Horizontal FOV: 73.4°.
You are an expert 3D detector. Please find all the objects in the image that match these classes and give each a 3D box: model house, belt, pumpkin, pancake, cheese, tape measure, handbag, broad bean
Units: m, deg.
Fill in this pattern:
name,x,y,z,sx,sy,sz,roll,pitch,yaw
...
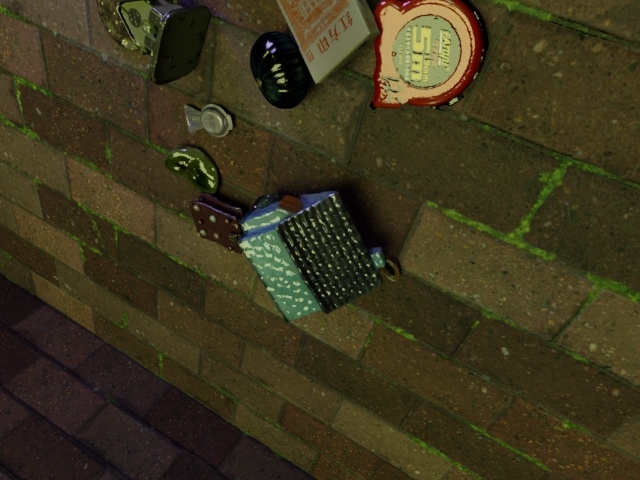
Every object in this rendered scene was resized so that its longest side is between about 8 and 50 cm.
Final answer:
name,x,y,z,sx,sy,sz,roll,pitch,yaw
model house,0.000,0.000,1.272,0.338,0.297,0.360,-17,110,29
belt,0.220,0.085,1.342,0.059,0.036,0.083,-27,104,32
pumpkin,-0.105,-0.437,1.108,0.194,0.194,0.150,42,92,0
model house,-0.486,-0.611,1.191,0.278,0.205,0.218,36,130,3
pancake,-0.565,-0.710,1.292,0.286,0.033,0.288,32,131,7
cheese,-0.359,-0.385,1.372,0.190,0.042,0.105,13,124,24
tape measure,0.236,-0.416,0.960,0.260,0.114,0.253,9,122,21
handbag,-0.359,-0.056,1.539,0.216,0.074,0.203,25,143,16
broad bean,-0.439,-0.250,1.499,0.206,0.072,0.153,31,135,-7

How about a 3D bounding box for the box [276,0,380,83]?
name,x,y,z,sx,sy,sz,roll,pitch,yaw
box,-0.019,-0.576,0.974,0.204,0.051,0.365,-22,95,51
